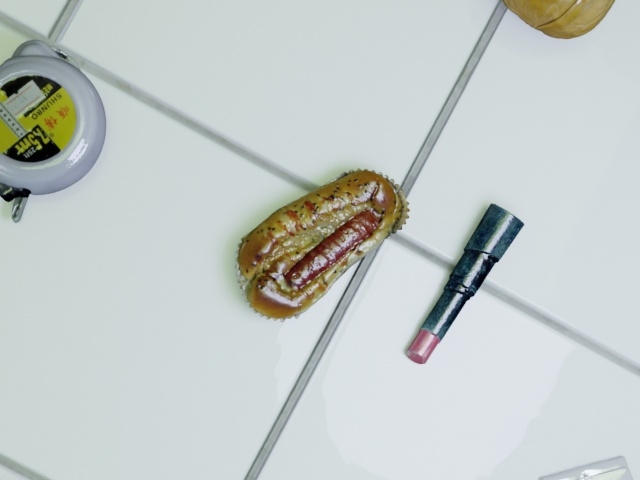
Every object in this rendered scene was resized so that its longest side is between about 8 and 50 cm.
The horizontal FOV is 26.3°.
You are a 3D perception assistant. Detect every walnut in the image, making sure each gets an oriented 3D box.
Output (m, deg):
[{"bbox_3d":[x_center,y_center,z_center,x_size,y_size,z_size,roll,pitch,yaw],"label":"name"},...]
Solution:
[{"bbox_3d":[0.321,-0.367,1.790,0.165,0.165,0.197,17,86,-6],"label":"walnut"}]

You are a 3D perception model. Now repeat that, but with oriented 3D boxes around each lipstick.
[{"bbox_3d":[0.184,0.061,1.814,0.053,0.053,0.234,34,89,-5],"label":"lipstick"}]

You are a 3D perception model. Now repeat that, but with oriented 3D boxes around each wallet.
[{"bbox_3d":[0.359,0.332,1.832,0.122,0.025,0.061,-14,83,-7],"label":"wallet"}]

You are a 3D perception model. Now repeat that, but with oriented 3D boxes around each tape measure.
[{"bbox_3d":[-0.365,-0.140,1.726,0.196,0.105,0.178,-38,85,-8],"label":"tape measure"}]

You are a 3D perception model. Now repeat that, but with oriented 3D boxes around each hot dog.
[{"bbox_3d":[0.000,0.000,1.778,0.252,0.069,0.131,-35,91,-8],"label":"hot dog"}]
